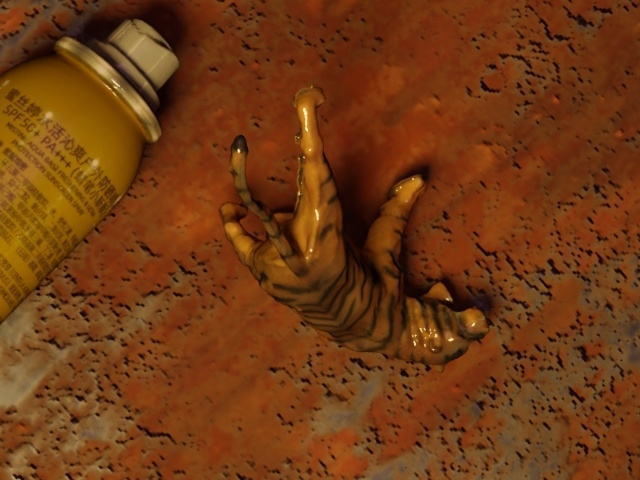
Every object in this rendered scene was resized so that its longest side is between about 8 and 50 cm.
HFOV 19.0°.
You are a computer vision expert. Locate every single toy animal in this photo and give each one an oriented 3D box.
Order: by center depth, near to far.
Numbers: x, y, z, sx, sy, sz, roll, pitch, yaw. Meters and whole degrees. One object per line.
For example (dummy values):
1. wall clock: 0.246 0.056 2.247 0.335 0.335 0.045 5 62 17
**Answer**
1. toy animal: -0.007 0.004 1.094 0.114 0.255 0.116 -25 64 18

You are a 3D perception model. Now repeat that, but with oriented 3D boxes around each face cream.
1. face cream: -0.214 0.005 1.103 0.105 0.105 0.349 43 78 0
